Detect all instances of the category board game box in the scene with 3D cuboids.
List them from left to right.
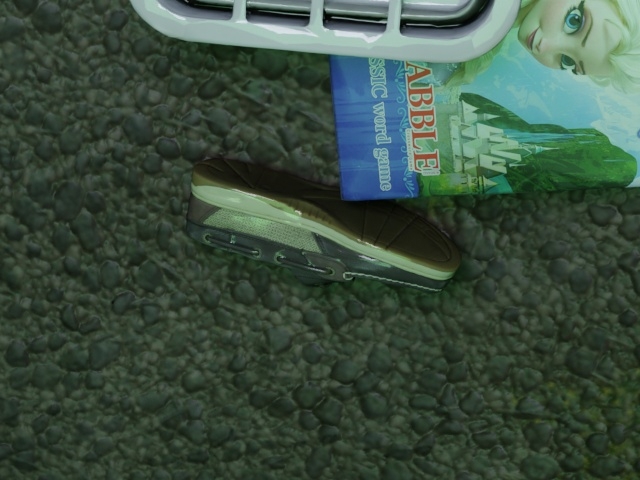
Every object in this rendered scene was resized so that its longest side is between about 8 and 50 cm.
[{"bbox_3d":[0.160,-0.193,1.474,0.318,0.066,0.318,-3,110,9],"label":"board game box"}]

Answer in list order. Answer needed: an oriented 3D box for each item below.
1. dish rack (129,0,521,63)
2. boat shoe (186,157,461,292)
[{"bbox_3d":[0.010,-0.300,1.384,0.286,0.072,0.332,6,110,7],"label":"dish rack"},{"bbox_3d":[-0.001,0.000,1.569,0.224,0.080,0.073,19,118,6],"label":"boat shoe"}]
